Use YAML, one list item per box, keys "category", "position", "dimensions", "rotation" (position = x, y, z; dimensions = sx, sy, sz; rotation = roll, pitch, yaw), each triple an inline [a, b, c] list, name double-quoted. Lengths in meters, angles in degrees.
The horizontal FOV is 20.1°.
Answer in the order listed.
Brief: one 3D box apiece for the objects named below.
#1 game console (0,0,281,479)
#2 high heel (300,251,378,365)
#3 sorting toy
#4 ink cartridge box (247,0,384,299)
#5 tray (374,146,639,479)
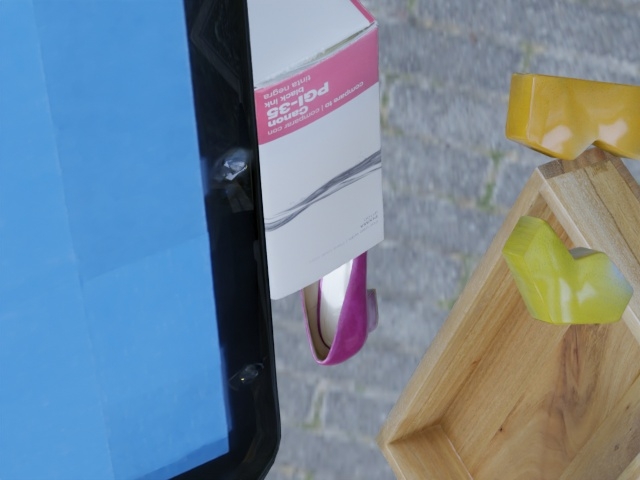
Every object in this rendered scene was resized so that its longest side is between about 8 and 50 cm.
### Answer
- category: "game console"
  position: [-0.105, 0.056, 0.420]
  dimensions: [0.173, 0.250, 0.293]
  rotation: [-1, 132, 3]
- category: "high heel"
  position: [0.000, 0.000, 1.794]
  dimensions: [0.082, 0.117, 0.244]
  rotation: [-2, 104, 23]
- category: "sorting toy"
  position: [0.219, 0.013, 0.832]
  dimensions: [0.307, 0.041, 0.229]
  rotation: [3, 96, -27]
- category: "ink cartridge box"
  position: [-0.052, -0.116, 1.419]
  dimensions: [0.117, 0.207, 0.283]
  rotation: [-30, 150, -17]
- category: "tray"
  position: [0.173, 0.130, 1.368]
  dimensions: [0.076, 0.203, 0.411]
  rotation: [-18, 154, -27]
